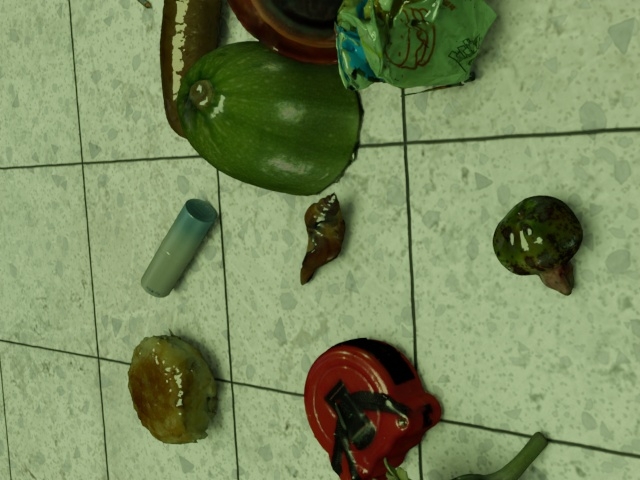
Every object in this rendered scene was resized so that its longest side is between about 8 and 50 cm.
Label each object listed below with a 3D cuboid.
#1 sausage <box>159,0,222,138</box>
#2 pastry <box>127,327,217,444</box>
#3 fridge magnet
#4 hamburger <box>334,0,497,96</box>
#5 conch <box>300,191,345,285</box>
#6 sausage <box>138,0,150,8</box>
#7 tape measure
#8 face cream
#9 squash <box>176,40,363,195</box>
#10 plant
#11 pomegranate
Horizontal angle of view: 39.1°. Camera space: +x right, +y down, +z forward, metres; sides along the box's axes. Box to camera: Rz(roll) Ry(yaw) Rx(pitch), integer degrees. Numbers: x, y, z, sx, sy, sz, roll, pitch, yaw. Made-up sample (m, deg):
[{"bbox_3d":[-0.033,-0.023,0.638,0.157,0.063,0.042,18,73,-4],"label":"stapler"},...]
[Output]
[{"bbox_3d":[-0.260,-0.455,1.854,0.136,0.123,0.500,14,108,9],"label":"sausage"},{"bbox_3d":[-0.334,0.334,2.037,0.236,0.121,0.257,9,104,44],"label":"pastry"},{"bbox_3d":[0.009,-0.469,1.496,0.364,0.155,0.363,0,114,-1],"label":"fridge magnet"},{"bbox_3d":[0.159,-0.348,1.395,0.150,0.261,0.276,-110,31,-63],"label":"hamburger"},{"bbox_3d":[0.005,0.001,1.717,0.080,0.086,0.232,6,119,1],"label":"conch"},{"bbox_3d":[-0.414,-0.551,2.043,0.100,0.015,0.015,42,122,29],"label":"sausage"},{"bbox_3d":[0.079,0.313,1.669,0.260,0.114,0.253,51,125,24],"label":"tape measure"},{"bbox_3d":[-0.317,0.019,1.999,0.077,0.077,0.250,53,127,23],"label":"face cream"},{"bbox_3d":[-0.133,-0.218,1.650,0.310,0.309,0.310,9,104,40],"label":"squash"},{"bbox_3d":[0.249,0.465,1.456,0.297,0.306,0.261,-18,53,15],"label":"plant"},{"bbox_3d":[0.340,0.012,1.387,0.138,0.125,0.163,-25,80,28],"label":"pomegranate"}]
